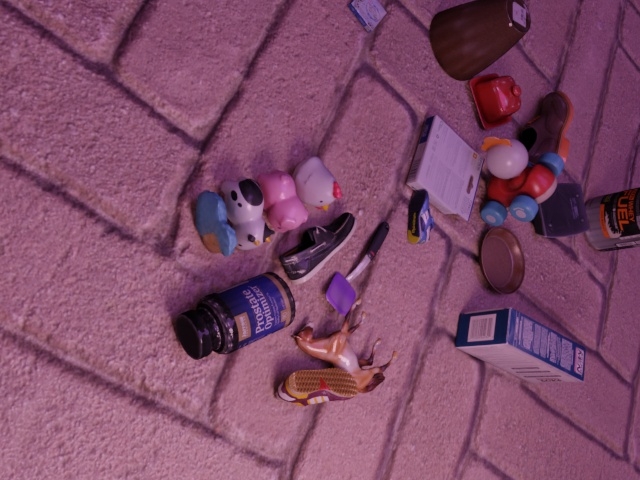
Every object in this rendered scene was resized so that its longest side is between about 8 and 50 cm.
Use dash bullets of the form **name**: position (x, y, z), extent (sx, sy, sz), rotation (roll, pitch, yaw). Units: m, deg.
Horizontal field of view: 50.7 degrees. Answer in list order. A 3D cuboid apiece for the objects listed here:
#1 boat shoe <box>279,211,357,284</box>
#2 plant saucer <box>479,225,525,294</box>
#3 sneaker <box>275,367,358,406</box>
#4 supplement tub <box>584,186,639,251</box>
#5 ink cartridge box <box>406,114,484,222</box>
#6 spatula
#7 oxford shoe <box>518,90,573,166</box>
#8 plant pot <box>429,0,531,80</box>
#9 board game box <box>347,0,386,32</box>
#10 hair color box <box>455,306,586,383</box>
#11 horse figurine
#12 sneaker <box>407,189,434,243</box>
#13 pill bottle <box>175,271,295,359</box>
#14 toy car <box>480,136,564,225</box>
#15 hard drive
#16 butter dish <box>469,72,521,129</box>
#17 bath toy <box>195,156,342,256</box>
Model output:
- **boat shoe**: position (0.000, 0.000, 1.521), extent (0.233, 0.084, 0.079), rotation (-43, 108, -32)
- **plant saucer**: position (0.517, 0.059, 1.946), extent (0.198, 0.036, 0.199), rotation (8, 77, -37)
- **sneaker**: position (-0.008, 0.320, 1.456), extent (0.185, 0.084, 0.070), rotation (12, 52, -31)
- **supplement tub**: position (1.044, -0.077, 2.207), extent (0.193, 0.316, 0.194), rotation (9, 75, -37)
- **ink cartridge box**: position (0.347, -0.192, 1.855), extent (0.224, 0.045, 0.223), rotation (34, 62, -29)
- **spatula**: position (0.100, 0.058, 1.622), extent (0.084, 0.030, 0.296), rotation (51, 55, -21)
- **oxford shoe**: position (0.702, -0.357, 2.117), extent (0.132, 0.130, 0.364), rotation (19, 50, -1)
- **plant pot**: position (0.467, -0.594, 1.908), extent (0.215, 0.230, 0.215), rotation (9, 76, -37)
- **board game box**: position (0.123, -0.608, 1.776), extent (0.090, 0.020, 0.090), rotation (48, 57, -21)
- **hair color box**: position (0.549, 0.292, 1.838), extent (0.347, 0.174, 0.105), rotation (28, 64, -32)
- **horse figurine**: position (0.072, 0.258, 1.533), extent (0.174, 0.066, 0.263), rotation (-43, 114, -22)
- **sneaker**: position (0.265, -0.059, 1.763), extent (0.059, 0.053, 0.144), rotation (13, 82, -35)
- **pill bottle**: position (-0.167, 0.151, 1.334), extent (0.219, 0.123, 0.123), rotation (-22, 95, -37)
- **toy car**: position (0.521, -0.203, 1.890), extent (0.238, 0.210, 0.219), rotation (48, 63, -19)
- **hard drive**: position (0.760, -0.094, 2.155), extent (0.254, 0.054, 0.172), rotation (-8, 86, -39)
- **butter dish**: position (0.542, -0.429, 2.007), extent (0.160, 0.118, 0.160), rotation (-23, 95, -39)
- **bath toy**: position (-0.091, -0.073, 1.438), extent (0.348, 0.129, 0.151), rotation (-25, 131, -38)
